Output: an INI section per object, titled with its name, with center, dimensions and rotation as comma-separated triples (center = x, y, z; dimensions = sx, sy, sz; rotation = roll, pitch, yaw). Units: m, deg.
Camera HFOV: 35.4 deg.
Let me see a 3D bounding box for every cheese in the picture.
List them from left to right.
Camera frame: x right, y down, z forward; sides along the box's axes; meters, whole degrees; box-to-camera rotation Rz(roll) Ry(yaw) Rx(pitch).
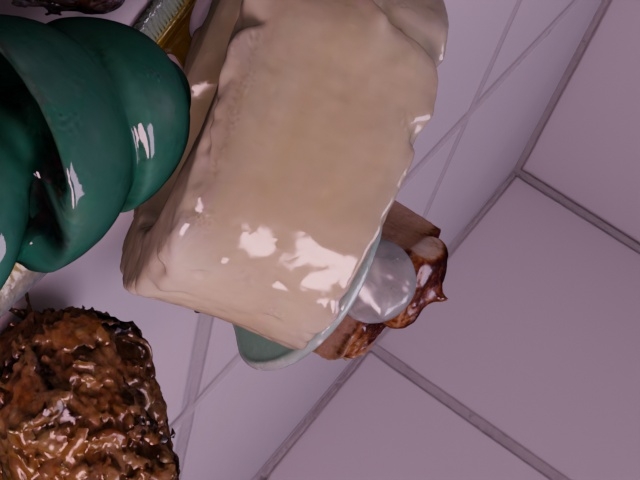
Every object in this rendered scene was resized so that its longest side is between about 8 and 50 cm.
[cheese]
center = -0.030, -0.096, 0.787
dimensions = 0.292, 0.153, 0.332
rotation = -137, -112, -72

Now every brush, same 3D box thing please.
[brush]
center = -0.122, -0.174, 0.914
dimensions = 0.083, 0.011, 0.205
rotation = -55, 168, -4

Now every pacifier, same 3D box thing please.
[pacifier]
center = 0.000, 0.000, 1.085
dimensions = 0.269, 0.343, 0.288
rotation = 25, 99, -35

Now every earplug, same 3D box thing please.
[earplug]
center = -0.199, -0.024, 0.645
dimensions = 0.280, 0.164, 0.257
rotation = -32, 149, -30

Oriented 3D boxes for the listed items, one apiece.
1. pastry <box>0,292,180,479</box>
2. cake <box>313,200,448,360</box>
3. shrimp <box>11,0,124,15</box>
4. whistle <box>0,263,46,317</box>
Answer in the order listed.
[pastry]
center = -0.237, 0.184, 0.933
dimensions = 0.193, 0.274, 0.275
rotation = -12, 151, -15
[cake]
center = 0.033, 0.035, 1.359
dimensions = 0.196, 0.293, 0.198
rotation = -29, 147, -61
[shrimp]
center = -0.178, -0.172, 0.602
dimensions = 0.165, 0.065, 0.056
rotation = 19, 87, -56
[whistle]
center = -0.271, 0.038, 0.788
dimensions = 0.326, 0.057, 0.068
rotation = -49, 123, -30
